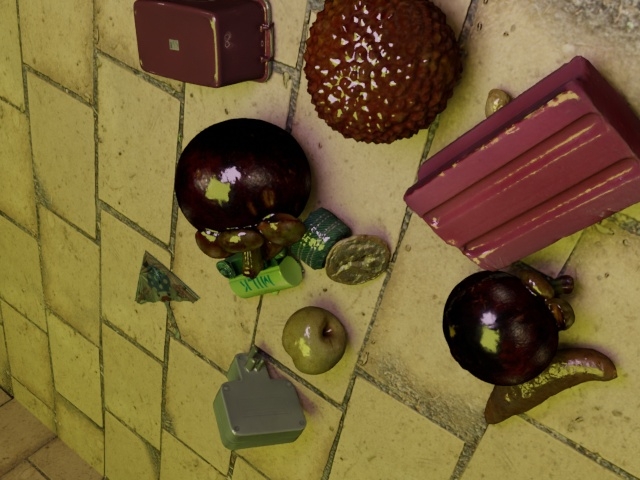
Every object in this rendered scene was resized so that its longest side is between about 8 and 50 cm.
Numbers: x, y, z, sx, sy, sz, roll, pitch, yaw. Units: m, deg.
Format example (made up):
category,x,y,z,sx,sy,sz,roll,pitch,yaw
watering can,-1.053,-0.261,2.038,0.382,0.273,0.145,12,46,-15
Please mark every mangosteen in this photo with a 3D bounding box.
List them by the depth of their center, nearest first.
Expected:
category,x,y,z,sx,sy,sz,roll,pitch,yaw
mangosteen,0.361,0.147,1.167,0.265,0.228,0.228,-40,86,14
mangosteen,-0.163,-0.092,1.352,0.307,0.306,0.347,-25,70,42

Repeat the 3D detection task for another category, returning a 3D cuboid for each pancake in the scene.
category,x,y,z,sx,sy,sz,roll,pitch,yaw
pancake,0.081,0.043,1.383,0.028,0.158,0.158,-103,29,-45

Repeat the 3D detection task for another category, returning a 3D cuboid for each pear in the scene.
category,x,y,z,sx,sy,sz,roll,pitch,yaw
pear,-0.018,0.244,1.529,0.136,0.167,0.167,-29,94,46

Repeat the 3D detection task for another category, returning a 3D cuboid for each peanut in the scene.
category,x,y,z,sx,sy,sz,roll,pitch,yaw
peanut,0.323,-0.215,1.100,0.054,0.054,0.113,-7,111,40

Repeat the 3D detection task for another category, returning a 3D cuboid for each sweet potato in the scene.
category,x,y,z,sx,sy,sz,roll,pitch,yaw
sweet potato,0.428,0.295,1.262,0.114,0.092,0.341,39,134,-7

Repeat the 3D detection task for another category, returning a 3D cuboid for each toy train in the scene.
category,x,y,z,sx,sy,sz,roll,pitch,yaw
toy train,-0.155,0.078,1.596,0.253,0.105,0.157,-17,115,43

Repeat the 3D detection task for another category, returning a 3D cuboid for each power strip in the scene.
category,x,y,z,sx,sy,sz,roll,pitch,yaw
power strip,-0.174,0.425,1.716,0.141,0.229,0.261,-62,38,35

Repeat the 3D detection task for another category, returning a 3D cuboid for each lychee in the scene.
category,x,y,z,sx,sy,sz,roll,pitch,yaw
lychee,0.104,-0.312,1.075,0.275,0.304,0.276,25,164,8

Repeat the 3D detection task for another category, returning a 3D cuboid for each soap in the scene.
category,x,y,z,sx,sy,sz,roll,pitch,yaw
soap,0.350,-0.105,1.049,0.233,0.128,0.359,44,134,-13

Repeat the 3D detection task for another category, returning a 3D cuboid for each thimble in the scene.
category,x,y,z,sx,sy,sz,roll,pitch,yaw
thimble,0.000,-0.001,1.414,0.090,0.118,0.135,40,129,15

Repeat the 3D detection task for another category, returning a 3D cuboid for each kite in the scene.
category,x,y,z,sx,sy,sz,roll,pitch,yaw
kite,-0.497,0.176,1.963,0.335,0.011,0.314,-4,110,39

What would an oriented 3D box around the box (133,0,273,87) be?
category,x,y,z,sx,sy,sz,roll,pitch,yaw
box,-0.261,-0.440,1.350,0.294,0.167,0.193,19,125,29
